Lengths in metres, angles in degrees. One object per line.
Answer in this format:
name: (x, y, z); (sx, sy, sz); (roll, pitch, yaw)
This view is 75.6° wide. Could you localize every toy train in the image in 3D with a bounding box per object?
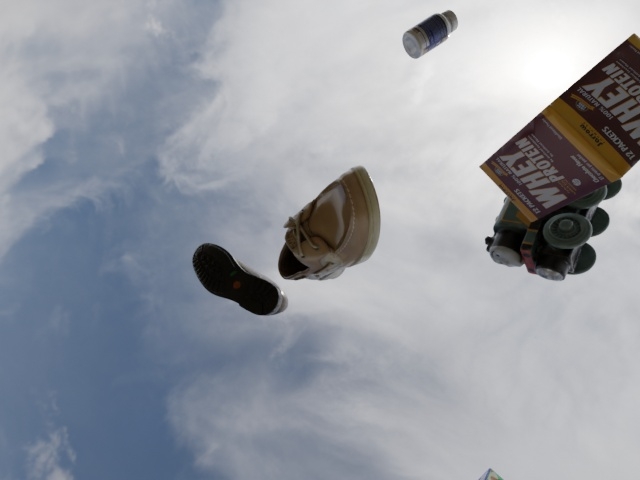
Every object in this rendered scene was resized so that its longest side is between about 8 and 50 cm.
toy train: (0.468, -0.075, 0.832); (0.190, 0.142, 0.333); (14, -112, 44)

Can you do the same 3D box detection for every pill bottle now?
pill bottle: (0.255, -0.478, 0.951); (0.120, 0.067, 0.067); (-35, -117, -8)

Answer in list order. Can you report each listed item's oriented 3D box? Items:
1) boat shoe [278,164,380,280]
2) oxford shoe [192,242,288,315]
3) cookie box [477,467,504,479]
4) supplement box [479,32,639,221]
boat shoe: (0.000, 0.000, 0.674); (0.110, 0.341, 0.121); (-10, -111, -18)
oxford shoe: (-0.159, 0.081, 0.803); (0.227, 0.096, 0.082); (32, -91, 23)
cookie box: (0.281, 0.428, 0.638); (0.107, 0.040, 0.091); (37, -59, 25)
supplement box: (0.389, -0.157, 0.624); (0.194, 0.191, 0.129); (-39, -98, -14)
